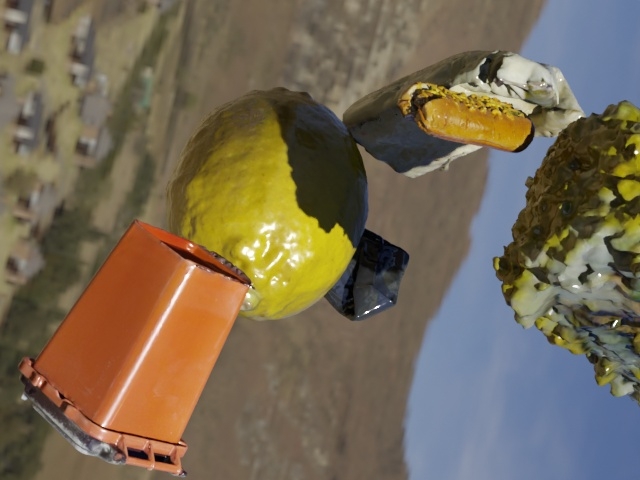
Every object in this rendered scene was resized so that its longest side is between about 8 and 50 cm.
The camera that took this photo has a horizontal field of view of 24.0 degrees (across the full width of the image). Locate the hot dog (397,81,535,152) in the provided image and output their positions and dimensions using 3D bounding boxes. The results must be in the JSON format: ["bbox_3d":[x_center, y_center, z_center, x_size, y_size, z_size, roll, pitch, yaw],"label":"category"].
[{"bbox_3d":[0.153,-0.124,1.524,0.071,0.165,0.045,38,-66,46],"label":"hot dog"}]

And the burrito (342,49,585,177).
[{"bbox_3d":[0.216,-0.205,2.208,0.332,0.190,0.135,-16,-131,40],"label":"burrito"}]

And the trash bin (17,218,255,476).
[{"bbox_3d":[-0.183,0.116,1.599,0.161,0.184,0.239,23,101,-52],"label":"trash bin"}]

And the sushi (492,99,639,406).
[{"bbox_3d":[0.384,0.034,1.551,0.396,0.351,0.240,39,62,-41],"label":"sushi"}]

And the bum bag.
[{"bbox_3d":[0.000,0.000,2.173,0.137,0.310,0.074,-42,155,-20],"label":"bum bag"}]

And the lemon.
[{"bbox_3d":[-0.069,-0.040,1.947,0.285,0.285,0.316,101,-12,-73],"label":"lemon"}]
